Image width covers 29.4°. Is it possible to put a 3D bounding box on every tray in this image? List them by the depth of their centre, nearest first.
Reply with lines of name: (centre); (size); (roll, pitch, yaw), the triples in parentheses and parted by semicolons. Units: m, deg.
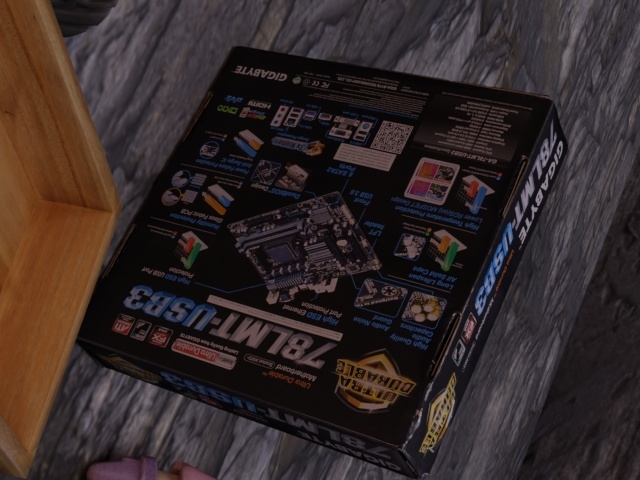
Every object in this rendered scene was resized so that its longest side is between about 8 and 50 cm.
tray: (-0.202, -0.045, 0.630); (0.411, 0.076, 0.202); (84, 19, -60)

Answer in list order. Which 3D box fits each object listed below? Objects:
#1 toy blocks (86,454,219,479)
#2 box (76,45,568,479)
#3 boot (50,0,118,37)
toy blocks: (-0.140, 0.325, 0.906); (0.260, 0.309, 0.288); (23, 91, -21)
box: (0.000, 0.000, 0.939); (0.293, 0.296, 0.073); (-65, 150, -20)
boot: (-0.119, -0.386, 0.682); (0.367, 0.146, 0.445); (112, -10, -62)
